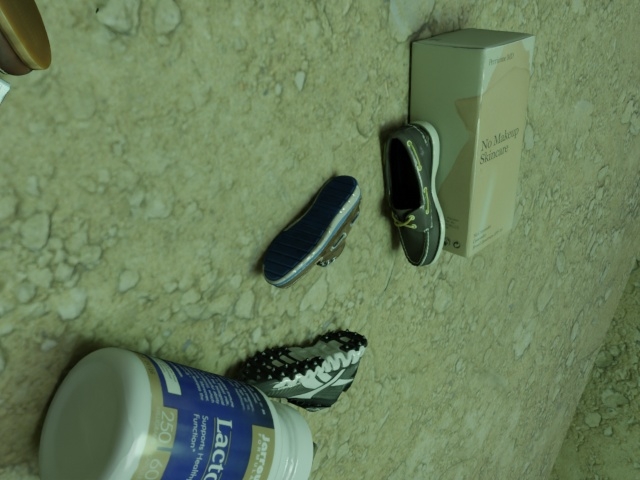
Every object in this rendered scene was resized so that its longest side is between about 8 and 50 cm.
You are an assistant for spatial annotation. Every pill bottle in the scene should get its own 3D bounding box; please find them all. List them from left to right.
[{"bbox_3d":[-0.136,0.214,0.635,0.264,0.153,0.153,29,84,-45],"label":"pill bottle"}]

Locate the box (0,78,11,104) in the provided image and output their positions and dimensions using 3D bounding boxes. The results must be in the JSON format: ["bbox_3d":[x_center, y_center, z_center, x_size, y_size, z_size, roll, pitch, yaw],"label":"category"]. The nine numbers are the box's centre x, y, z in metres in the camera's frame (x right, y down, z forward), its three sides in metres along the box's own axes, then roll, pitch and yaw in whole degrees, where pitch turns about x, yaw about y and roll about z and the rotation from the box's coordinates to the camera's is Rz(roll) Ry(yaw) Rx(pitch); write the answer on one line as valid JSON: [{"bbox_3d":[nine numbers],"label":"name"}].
[{"bbox_3d":[-0.364,-0.079,0.333,0.293,0.057,0.201,32,82,-50],"label":"box"}]

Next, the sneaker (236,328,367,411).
[{"bbox_3d":[-0.021,0.198,0.835,0.234,0.078,0.106,-7,110,-49],"label":"sneaker"}]

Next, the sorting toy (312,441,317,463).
[{"bbox_3d":[-0.080,0.453,0.835,0.229,0.041,0.307,-15,125,-86],"label":"sorting toy"}]

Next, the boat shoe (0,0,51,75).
[{"bbox_3d":[-0.257,-0.204,0.396,0.073,0.073,0.207,-17,124,1],"label":"boat shoe"}]

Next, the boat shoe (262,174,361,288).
[{"bbox_3d":[0.000,0.000,0.776,0.183,0.066,0.066,-49,138,-22],"label":"boat shoe"}]

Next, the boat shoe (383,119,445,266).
[{"bbox_3d":[0.133,-0.060,0.894,0.068,0.081,0.228,-25,117,-37],"label":"boat shoe"}]

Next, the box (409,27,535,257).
[{"bbox_3d":[0.222,-0.150,0.914,0.148,0.121,0.311,-28,127,-37],"label":"box"}]
